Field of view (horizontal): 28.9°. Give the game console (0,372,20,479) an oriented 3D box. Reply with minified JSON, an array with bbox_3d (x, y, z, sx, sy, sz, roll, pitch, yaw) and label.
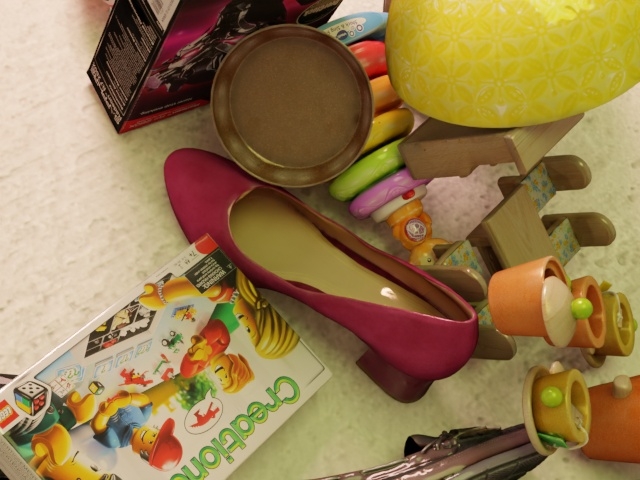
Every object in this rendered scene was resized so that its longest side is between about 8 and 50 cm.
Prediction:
[{"bbox_3d":[-0.365,0.176,1.123,0.361,0.044,0.213,7,61,-13],"label":"game console"}]

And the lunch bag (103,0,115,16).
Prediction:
[{"bbox_3d":[-0.190,-0.397,1.419,0.258,0.120,0.293,-19,60,20],"label":"lunch bag"}]

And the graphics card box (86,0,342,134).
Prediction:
[{"bbox_3d":[-0.086,-0.249,1.257,0.233,0.371,0.094,-22,78,-27],"label":"graphics card box"}]

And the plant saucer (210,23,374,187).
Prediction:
[{"bbox_3d":[-0.027,-0.138,1.268,0.168,0.168,0.029,28,20,0],"label":"plant saucer"}]

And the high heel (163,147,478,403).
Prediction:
[{"bbox_3d":[0.000,0.000,1.252,0.377,0.181,0.127,37,58,6],"label":"high heel"}]

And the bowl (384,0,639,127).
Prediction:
[{"bbox_3d":[0.191,-0.257,1.221,0.289,0.156,0.289,-11,39,9],"label":"bowl"}]

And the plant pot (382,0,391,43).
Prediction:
[{"bbox_3d":[0.188,-0.257,1.464,0.230,0.215,0.215,4,59,1],"label":"plant pot"}]

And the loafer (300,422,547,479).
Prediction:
[{"bbox_3d":[0.087,0.225,1.200,0.303,0.109,0.095,-20,63,-24],"label":"loafer"}]

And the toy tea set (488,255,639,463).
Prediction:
[{"bbox_3d":[0.281,0.117,1.210,0.336,0.124,0.200,19,65,-57],"label":"toy tea set"}]

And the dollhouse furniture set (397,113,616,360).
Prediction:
[{"bbox_3d":[0.212,-0.027,1.289,0.212,0.161,0.242,-42,114,-32],"label":"dollhouse furniture set"}]

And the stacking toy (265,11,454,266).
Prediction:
[{"bbox_3d":[0.058,-0.081,1.354,0.175,0.166,0.301,-27,84,-25],"label":"stacking toy"}]

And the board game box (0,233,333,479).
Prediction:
[{"bbox_3d":[-0.149,0.148,1.161,0.193,0.053,0.305,48,51,2],"label":"board game box"}]
